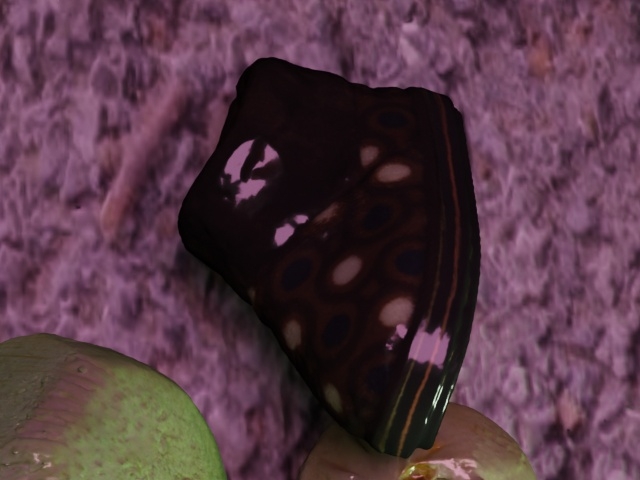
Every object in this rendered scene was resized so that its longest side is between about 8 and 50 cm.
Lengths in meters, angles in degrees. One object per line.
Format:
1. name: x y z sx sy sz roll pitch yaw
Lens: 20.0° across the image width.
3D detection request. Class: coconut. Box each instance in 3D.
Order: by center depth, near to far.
1. coconut: -0.222 0.233 1.345 0.281 0.328 0.328 27 62 -33

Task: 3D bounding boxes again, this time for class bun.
1. bun: 0.084 0.223 1.504 0.222 0.127 0.222 6 68 -15

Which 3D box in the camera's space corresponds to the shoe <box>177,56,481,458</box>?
1. shoe: 0.000 0.000 1.504 0.237 0.171 0.384 10 44 -9
